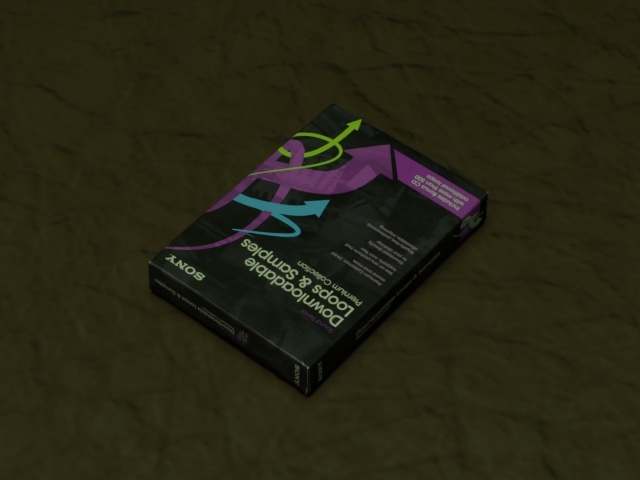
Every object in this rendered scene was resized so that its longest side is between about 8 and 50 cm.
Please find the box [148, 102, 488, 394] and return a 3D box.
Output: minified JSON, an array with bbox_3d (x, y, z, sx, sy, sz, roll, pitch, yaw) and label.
[{"bbox_3d":[0.000,0.000,0.939,0.116,0.029,0.162,31,57,24],"label":"box"}]
